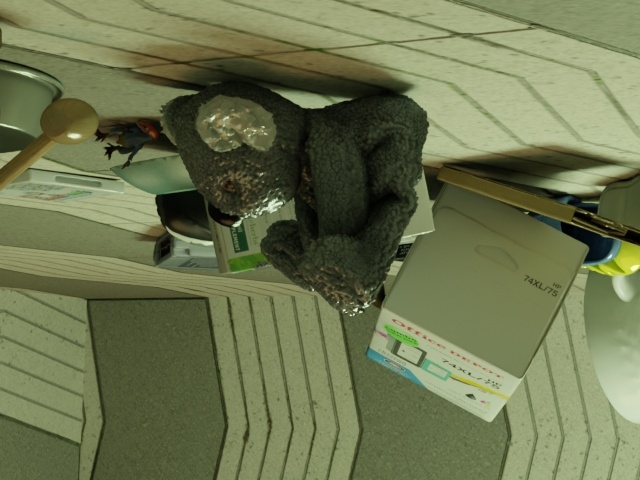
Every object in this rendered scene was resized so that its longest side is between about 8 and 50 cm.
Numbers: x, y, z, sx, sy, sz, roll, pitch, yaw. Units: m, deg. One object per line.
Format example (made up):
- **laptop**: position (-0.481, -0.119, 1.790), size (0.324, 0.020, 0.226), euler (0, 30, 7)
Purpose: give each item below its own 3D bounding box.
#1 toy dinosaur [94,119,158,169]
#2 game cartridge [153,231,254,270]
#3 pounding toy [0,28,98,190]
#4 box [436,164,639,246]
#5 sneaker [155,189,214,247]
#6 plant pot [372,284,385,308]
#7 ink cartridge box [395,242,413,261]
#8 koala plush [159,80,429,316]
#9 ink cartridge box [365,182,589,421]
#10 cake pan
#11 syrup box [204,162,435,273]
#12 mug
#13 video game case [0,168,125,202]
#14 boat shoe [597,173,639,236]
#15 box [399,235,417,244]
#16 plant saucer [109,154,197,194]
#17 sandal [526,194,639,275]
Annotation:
- **toy dinosaur**: position (-0.197, -0.112, 1.771), size (0.082, 0.047, 0.090), euler (-11, -158, 28)
- **game cartridge**: position (-0.169, 0.016, 2.863), size (0.196, 0.060, 0.294), euler (6, 173, -12)
- **pounding toy**: position (-0.320, -0.092, 1.318), size (0.269, 0.155, 0.154), euler (1, 179, 8)
- **box**: position (0.259, -0.040, 1.975), size (0.201, 0.021, 0.164), euler (21, -176, 42)
- **sneaker**: position (-0.050, -0.059, 1.959), size (0.283, 0.107, 0.124), euler (-2, 166, -35)
- **plant pot**: position (0.000, 0.000, 2.193), size (0.236, 0.032, 0.236), euler (41, 177, 3)
- **ink cartridge box**: position (0.286, 0.010, 2.625), size (0.332, 0.065, 0.165), euler (4, 173, -29)
- **koala plush**: position (-0.034, -0.073, 1.527), size (0.221, 0.203, 0.196), euler (25, 180, -16)
- **ink cartridge box**: position (0.194, 0.080, 2.173), size (0.198, 0.197, 0.270), euler (28, 164, 6)
- **cake pan**: position (-0.382, -0.122, 1.551), size (0.293, 0.054, 0.293), euler (1, 175, 0)
- **syrup box**: position (-0.002, -0.031, 1.868), size (0.236, 0.093, 0.096), euler (-12, 180, -10)
- **mug**: position (0.576, 0.093, 2.511), size (0.328, 0.276, 0.374), euler (-14, 141, 34)
- **video game case**: position (-0.357, -0.070, 2.219), size (0.143, 0.019, 0.157), euler (7, 173, -39)
- **boat shoe**: position (0.408, -0.030, 2.027), size (0.079, 0.095, 0.254), euler (4, 175, -11)
- **box**: position (0.065, -0.021, 2.491), size (0.186, 0.038, 0.145), euler (4, 174, -30)
- **plant saucer**: position (-0.129, -0.075, 1.834), size (0.195, 0.037, 0.195), euler (-8, -178, 0)
- **sandal**: position (0.303, 0.000, 2.301), size (0.138, 0.126, 0.317), euler (8, 164, -26)
